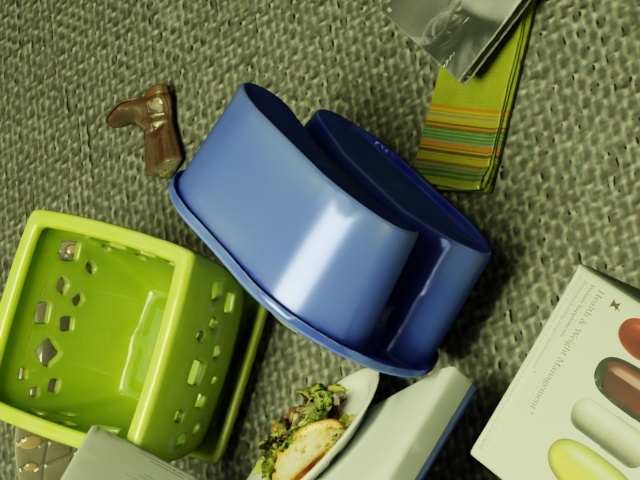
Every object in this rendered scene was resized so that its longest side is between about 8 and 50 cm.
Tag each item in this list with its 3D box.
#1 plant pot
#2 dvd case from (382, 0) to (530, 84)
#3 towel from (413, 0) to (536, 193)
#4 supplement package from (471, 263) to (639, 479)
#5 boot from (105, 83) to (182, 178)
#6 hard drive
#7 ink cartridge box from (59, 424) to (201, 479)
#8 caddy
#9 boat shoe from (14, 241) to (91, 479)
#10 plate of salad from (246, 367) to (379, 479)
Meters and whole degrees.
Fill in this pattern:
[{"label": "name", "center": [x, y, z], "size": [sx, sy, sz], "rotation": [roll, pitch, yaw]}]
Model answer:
[{"label": "plant pot", "center": [-0.193, 0.111, 1.770], "size": [0.228, 0.207, 0.227], "rotation": [14, 86, 33]}, {"label": "dvd case", "center": [0.170, -0.285, 1.701], "size": [0.221, 0.018, 0.164], "rotation": [-52, 42, 11]}, {"label": "towel", "center": [0.156, -0.166, 1.695], "size": [0.102, 0.021, 0.237], "rotation": [9, 82, 42]}, {"label": "supplement package", "center": [0.277, 0.161, 1.396], "size": [0.203, 0.149, 0.194], "rotation": [35, 100, 43]}, {"label": "boot", "center": [-0.211, -0.118, 1.994], "size": [0.106, 0.037, 0.114], "rotation": [-27, 64, 35]}, {"label": "hard drive", "center": [0.005, 0.262, 1.512], "size": [0.210, 0.040, 0.319], "rotation": [-35, 13, 47]}, {"label": "ink cartridge box", "center": [-0.200, 0.321, 1.539], "size": [0.171, 0.168, 0.233], "rotation": [-60, 3, 21]}, {"label": "caddy", "center": [0.000, 0.000, 1.625], "size": [0.341, 0.241, 0.179], "rotation": [46, 110, 40]}, {"label": "boat shoe", "center": [-0.293, 0.157, 1.937], "size": [0.116, 0.123, 0.324], "rotation": [-175, 92, -76]}, {"label": "plate of salad", "center": [-0.020, 0.192, 1.645], "size": [0.200, 0.048, 0.200], "rotation": [-44, 10, 10]}]
